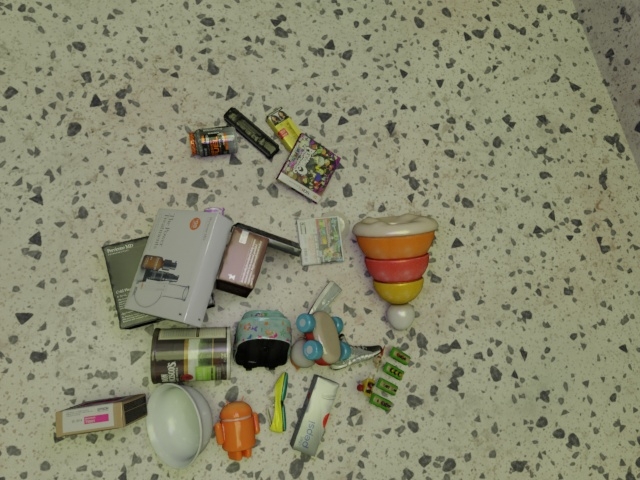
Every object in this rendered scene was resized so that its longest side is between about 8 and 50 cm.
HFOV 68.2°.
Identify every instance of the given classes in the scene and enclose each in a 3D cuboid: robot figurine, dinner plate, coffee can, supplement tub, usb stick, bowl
[{"bbox_3d":[-0.310,0.704,1.776,0.158,0.128,0.219,-6,81,-6],"label":"robot figurine"},{"bbox_3d":[0.061,-0.063,2.056,0.141,0.017,0.141,2,79,-12],"label":"dinner plate"},{"bbox_3d":[-0.475,0.423,1.759,0.276,0.201,0.201,0,79,-11],"label":"coffee can"},{"bbox_3d":[-0.447,-0.413,1.974,0.191,0.117,0.116,-10,81,-12],"label":"supplement tub"},{"bbox_3d":[-0.298,-0.467,2.051,0.278,0.045,0.077,41,81,-1],"label":"usb stick"},{"bbox_3d":[-0.487,0.654,1.715,0.134,0.298,0.297,1,74,-56],"label":"bowl"}]

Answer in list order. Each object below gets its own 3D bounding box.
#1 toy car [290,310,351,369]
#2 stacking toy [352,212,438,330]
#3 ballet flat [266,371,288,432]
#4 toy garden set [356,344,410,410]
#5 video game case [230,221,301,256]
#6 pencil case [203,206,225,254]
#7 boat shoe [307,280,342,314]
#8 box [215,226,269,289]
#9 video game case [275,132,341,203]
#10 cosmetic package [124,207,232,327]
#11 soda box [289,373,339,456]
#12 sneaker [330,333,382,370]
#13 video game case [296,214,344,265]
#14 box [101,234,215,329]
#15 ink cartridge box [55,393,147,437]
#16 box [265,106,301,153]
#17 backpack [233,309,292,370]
[{"bbox_3d":[-0.047,0.411,1.859,0.219,0.238,0.210,17,49,-50],"label":"toy car"},{"bbox_3d":[0.321,0.139,1.967,0.351,0.350,0.479,-7,100,-12],"label":"stacking toy"},{"bbox_3d":[-0.170,0.632,1.848,0.077,0.077,0.230,0,80,6],"label":"ballet flat"},{"bbox_3d":[0.264,0.548,1.910,0.204,0.049,0.244,35,73,-32],"label":"toy garden set"},{"bbox_3d":[-0.212,-0.008,1.872,0.275,0.248,0.035,20,93,-7],"label":"video game case"},{"bbox_3d":[-0.429,-0.033,1.904,0.088,0.086,0.206,-9,71,8],"label":"pencil case"},{"bbox_3d":[0.013,0.273,1.947,0.081,0.079,0.227,35,71,2],"label":"boat shoe"},{"bbox_3d":[-0.299,0.094,1.764,0.143,0.381,0.191,18,76,-7],"label":"box"},{"bbox_3d":[-0.049,-0.309,2.030,0.210,0.042,0.232,31,81,-21],"label":"video game case"},{"bbox_3d":[-0.485,0.083,1.619,0.285,0.097,0.377,6,73,27],"label":"cosmetic package"},{"bbox_3d":[-0.023,0.681,1.853,0.098,0.091,0.286,23,76,-6],"label":"soda box"},{"bbox_3d":[0.135,0.436,1.938,0.229,0.086,0.132,-17,80,-13],"label":"sneaker"},{"bbox_3d":[0.000,0.000,2.016,0.184,0.023,0.201,-6,83,-7],"label":"video game case"},{"bbox_3d":[-0.605,0.143,1.800,0.344,0.179,0.312,-14,82,-14],"label":"box"},{"bbox_3d":[-0.756,0.605,1.648,0.235,0.193,0.088,-8,80,1],"label":"ink cartridge box"},{"bbox_3d":[-0.140,-0.467,2.074,0.087,0.058,0.232,-35,88,-17],"label":"box"},{"bbox_3d":[-0.218,0.370,1.796,0.225,0.253,0.191,3,59,-9],"label":"backpack"}]
